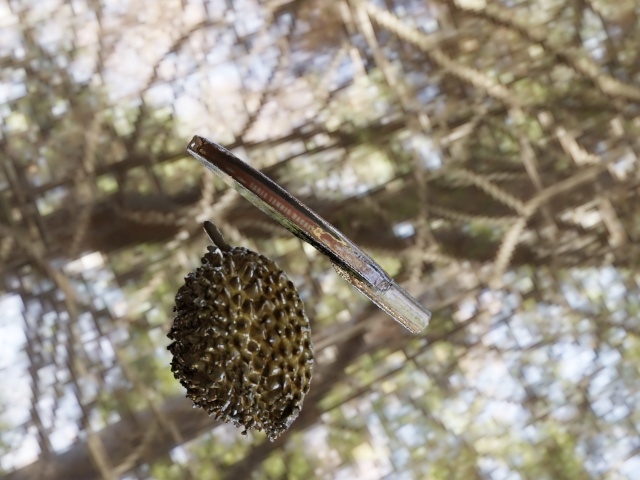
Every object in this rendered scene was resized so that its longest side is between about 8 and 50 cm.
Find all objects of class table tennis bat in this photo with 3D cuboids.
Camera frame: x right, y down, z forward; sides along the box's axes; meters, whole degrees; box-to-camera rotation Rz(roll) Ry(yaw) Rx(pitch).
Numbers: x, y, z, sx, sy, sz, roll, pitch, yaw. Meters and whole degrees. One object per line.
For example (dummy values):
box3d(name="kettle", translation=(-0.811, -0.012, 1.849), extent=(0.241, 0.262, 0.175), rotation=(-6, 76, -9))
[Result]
box3d(name="table tennis bat", translation=(0.000, 0.000, 1.022), extent=(0.130, 0.019, 0.220), rotation=(34, -4, 45))

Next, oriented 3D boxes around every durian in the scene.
box3d(name="durian", translation=(-0.080, 0.075, 1.373), extent=(0.148, 0.091, 0.189), rotation=(-27, -107, 59))
